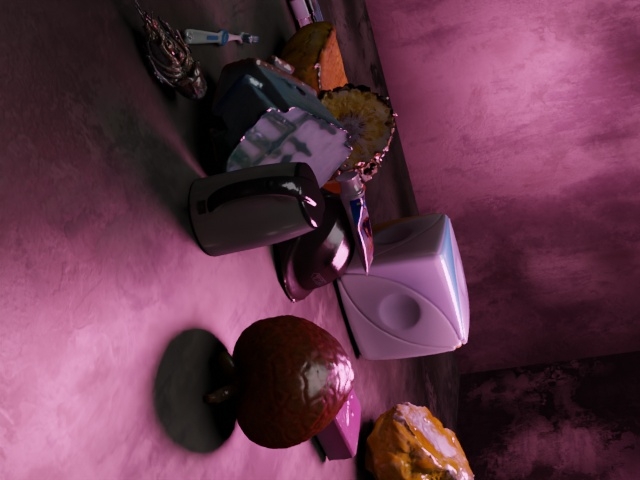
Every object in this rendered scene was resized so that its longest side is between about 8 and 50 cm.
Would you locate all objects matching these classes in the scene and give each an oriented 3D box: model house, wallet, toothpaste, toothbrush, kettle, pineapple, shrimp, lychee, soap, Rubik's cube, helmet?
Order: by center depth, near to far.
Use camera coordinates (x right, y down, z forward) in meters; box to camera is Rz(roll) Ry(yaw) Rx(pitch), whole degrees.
[{"bbox_3d":[-0.285,-0.346,1.484,0.090,0.079,0.233,-50,138,-18],"label":"shrimp"},{"bbox_3d":[-0.077,0.271,1.536,0.255,0.300,0.255,179,-90,-75],"label":"lychee"},{"bbox_3d":[-0.125,-0.071,1.548,0.221,0.237,0.161,31,51,-68],"label":"kettle"},{"bbox_3d":[-0.129,-0.275,1.774,0.295,0.252,0.329,19,35,-45],"label":"model house"},{"bbox_3d":[-0.229,-0.461,1.821,0.386,0.040,0.040,-35,113,-68],"label":"toothbrush"},{"bbox_3d":[0.097,-0.044,1.998,0.096,0.061,0.266,-64,144,-56],"label":"toothpaste"},{"bbox_3d":[0.023,0.400,2.015,0.181,0.081,0.259,-78,152,-52],"label":"soap"},{"bbox_3d":[0.000,0.000,2.033,0.225,0.177,0.305,52,30,-60],"label":"helmet"},{"bbox_3d":[0.081,-0.246,2.136,0.271,0.263,0.262,72,13,-69],"label":"pineapple"},{"bbox_3d":[-0.049,-0.749,2.509,0.176,0.075,0.250,-79,152,-59],"label":"wallet"},{"bbox_3d":[0.266,0.142,2.510,0.352,0.348,0.351,-60,136,-65],"label":"Rubik's cube"}]

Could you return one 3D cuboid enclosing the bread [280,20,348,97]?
[{"bbox_3d":[-0.016,-0.420,2.295,0.337,0.148,0.328,-75,155,-48],"label":"bread"}]

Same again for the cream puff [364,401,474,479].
[{"bbox_3d":[0.266,0.681,2.381,0.378,0.275,0.378,39,18,-15],"label":"cream puff"}]

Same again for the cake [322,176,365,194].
[{"bbox_3d":[0.055,-0.095,2.401,0.098,0.135,0.287,80,18,-57],"label":"cake"}]
